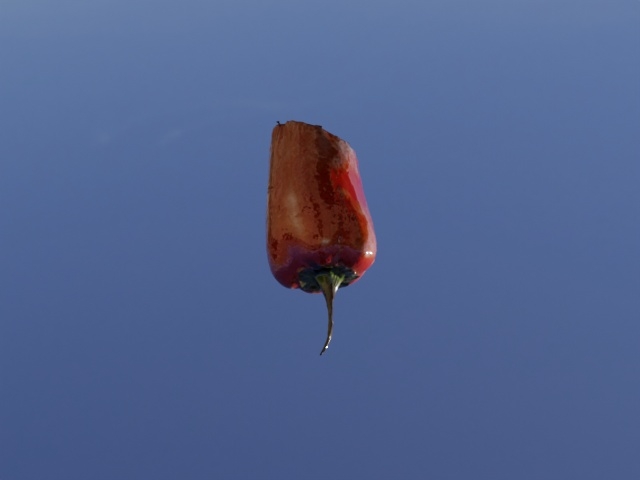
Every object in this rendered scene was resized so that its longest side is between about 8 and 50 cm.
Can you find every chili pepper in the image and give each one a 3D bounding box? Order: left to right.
[{"bbox_3d":[0.000,0.000,1.105,0.086,0.192,0.084,5,153,-14],"label":"chili pepper"}]
